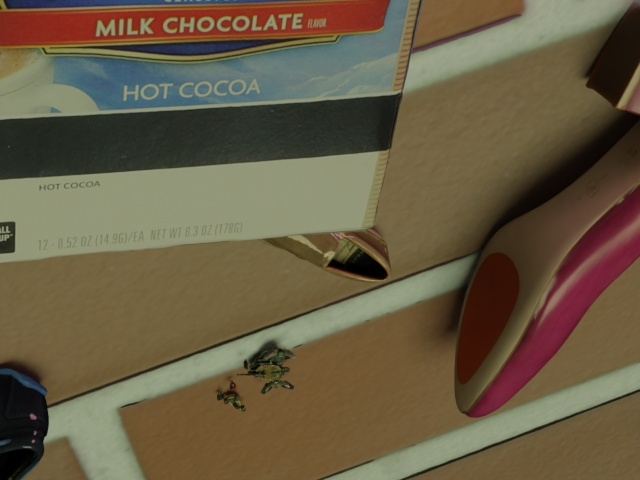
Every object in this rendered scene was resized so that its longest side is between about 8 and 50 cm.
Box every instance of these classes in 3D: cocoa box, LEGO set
[{"bbox_3d":[-0.144,-0.146,0.718,0.347,0.231,0.228,-5,131,-19],"label":"cocoa box"},{"bbox_3d":[-0.052,0.112,1.129,0.083,0.023,0.054,-24,133,16],"label":"LEGO set"}]

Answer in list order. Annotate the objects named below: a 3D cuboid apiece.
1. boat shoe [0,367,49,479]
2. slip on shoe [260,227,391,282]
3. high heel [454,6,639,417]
[{"bbox_3d":[-0.315,0.205,1.050,0.109,0.089,0.258,26,115,-37],"label":"boat shoe"},{"bbox_3d":[0.000,0.000,1.036,0.135,0.041,0.051,26,116,-37],"label":"slip on shoe"},{"bbox_3d":[0.250,0.006,1.078,0.181,0.127,0.377,17,118,-20],"label":"high heel"}]
